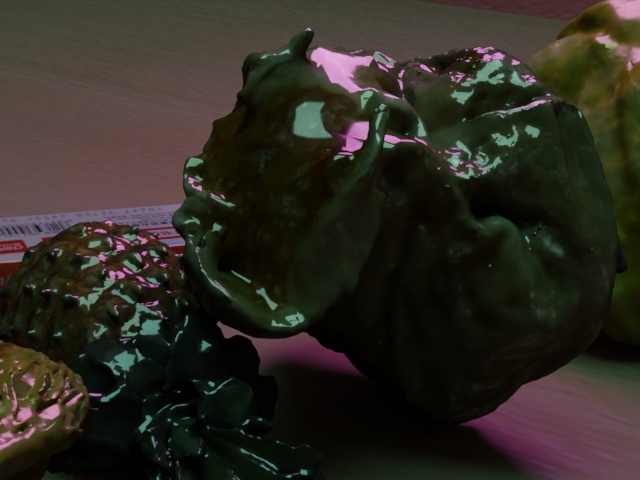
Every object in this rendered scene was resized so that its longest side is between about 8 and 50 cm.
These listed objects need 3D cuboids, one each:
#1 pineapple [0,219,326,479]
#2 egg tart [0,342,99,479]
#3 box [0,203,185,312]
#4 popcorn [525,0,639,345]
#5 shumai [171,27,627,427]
[{"bbox_3d":[-0.109,0.099,0.897,0.170,0.141,0.310,-2,25,-27],"label":"pineapple"},{"bbox_3d":[-0.249,0.137,0.725,0.295,0.116,0.295,-11,10,2],"label":"egg tart"},{"bbox_3d":[-0.199,0.013,1.278,0.229,0.050,0.123,-6,21,-23],"label":"box"},{"bbox_3d":[0.299,-0.070,1.201,0.334,0.292,0.293,5,22,26],"label":"popcorn"},{"bbox_3d":[0.000,0.000,0.972,0.262,0.267,0.314,-3,-2,-36],"label":"shumai"}]
